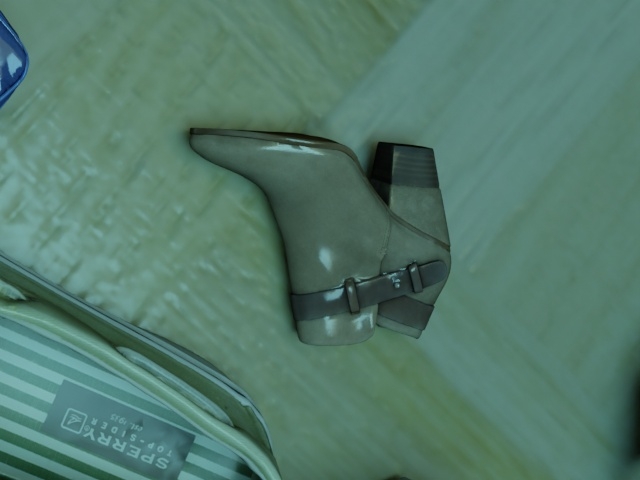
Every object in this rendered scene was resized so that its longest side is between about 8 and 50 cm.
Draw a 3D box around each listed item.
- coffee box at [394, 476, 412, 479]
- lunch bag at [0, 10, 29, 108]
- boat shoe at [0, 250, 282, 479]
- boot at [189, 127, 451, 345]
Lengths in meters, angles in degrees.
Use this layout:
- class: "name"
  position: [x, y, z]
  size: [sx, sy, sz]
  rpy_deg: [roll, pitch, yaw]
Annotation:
- class: "coffee box"
  position: [-0.065, 0.217, 0.505]
  size: [0.297, 0.119, 0.168]
  rpy_deg: [-14, 97, -19]
- class: "lunch bag"
  position: [-0.156, -0.078, 0.490]
  size: [0.067, 0.065, 0.098]
  rpy_deg: [-46, 106, -13]
- class: "boat shoe"
  position: [-0.144, 0.037, 0.483]
  size: [0.302, 0.094, 0.109]
  rpy_deg: [21, 85, -19]
- class: "boot"
  position: [0.000, 0.000, 0.565]
  size: [0.118, 0.042, 0.087]
  rpy_deg: [5, 98, -13]
